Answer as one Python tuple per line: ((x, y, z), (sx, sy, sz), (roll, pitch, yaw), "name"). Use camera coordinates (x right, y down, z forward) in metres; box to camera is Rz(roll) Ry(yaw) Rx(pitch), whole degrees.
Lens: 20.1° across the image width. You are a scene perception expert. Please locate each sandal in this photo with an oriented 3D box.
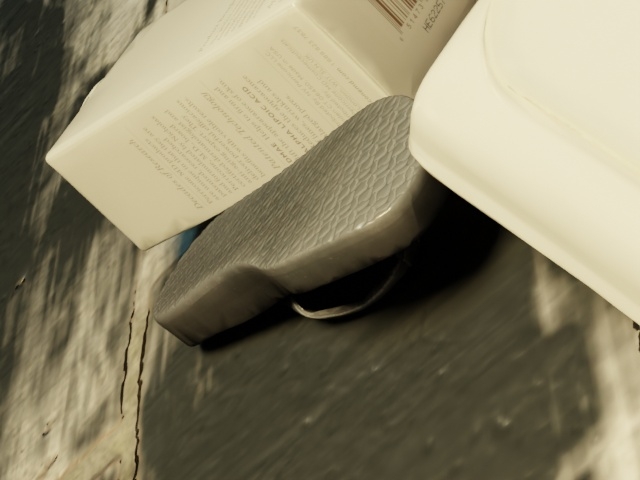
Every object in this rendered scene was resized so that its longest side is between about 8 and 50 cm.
((0.000, -0.001, 0.837), (0.097, 0.054, 0.254), (-58, 14, -22), "sandal")

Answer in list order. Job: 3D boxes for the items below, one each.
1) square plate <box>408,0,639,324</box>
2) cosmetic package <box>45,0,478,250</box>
((0.192, -0.114, 0.563), (0.344, 0.049, 0.347), (-53, 34, 5), "square plate")
((-0.031, -0.087, 0.929), (0.231, 0.085, 0.117), (-25, 26, 50), "cosmetic package")
